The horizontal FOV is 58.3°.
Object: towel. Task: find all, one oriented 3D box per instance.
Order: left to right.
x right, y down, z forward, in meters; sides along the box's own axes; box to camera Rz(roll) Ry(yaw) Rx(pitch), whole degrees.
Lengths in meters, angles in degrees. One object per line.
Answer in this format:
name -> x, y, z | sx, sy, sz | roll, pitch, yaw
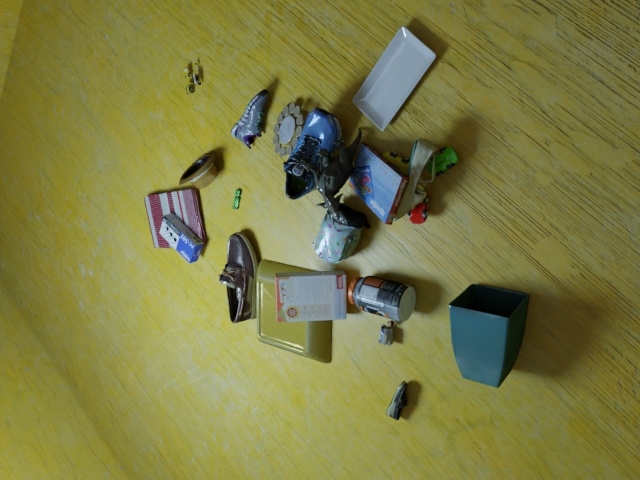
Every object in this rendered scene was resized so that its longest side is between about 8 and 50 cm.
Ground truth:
towel -> -0.603, -0.086, 2.375 | 0.329, 0.037, 0.236 | -3, 100, 39

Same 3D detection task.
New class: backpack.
backpack -> 0.057, -0.018, 1.839 | 0.152, 0.115, 0.181 | 32, 117, 27

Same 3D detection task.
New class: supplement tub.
supplement tub -> 0.189, 0.176, 1.780 | 0.191, 0.117, 0.116 | 13, 107, 35

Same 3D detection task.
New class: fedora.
fedora -> -0.446, -0.253, 2.168 | 0.194, 0.194, 0.079 | -20, 124, 38

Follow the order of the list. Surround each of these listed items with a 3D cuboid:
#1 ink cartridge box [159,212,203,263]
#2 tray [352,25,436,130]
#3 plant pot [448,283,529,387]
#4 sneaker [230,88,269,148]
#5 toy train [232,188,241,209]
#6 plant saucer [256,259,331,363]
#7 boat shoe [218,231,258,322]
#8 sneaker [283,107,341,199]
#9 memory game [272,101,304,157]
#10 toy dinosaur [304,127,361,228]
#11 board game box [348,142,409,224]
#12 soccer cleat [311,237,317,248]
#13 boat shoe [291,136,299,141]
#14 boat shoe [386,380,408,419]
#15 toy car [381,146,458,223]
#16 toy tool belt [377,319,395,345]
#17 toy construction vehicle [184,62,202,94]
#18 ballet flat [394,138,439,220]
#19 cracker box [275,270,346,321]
ink cartridge box -> -0.561, -0.010, 2.309 | 0.207, 0.046, 0.097 | 41, 126, 22
tray -> 0.216, -0.469, 1.679 | 0.145, 0.030, 0.270 | 49, 124, 19
plant pot -> 0.461, 0.267, 1.573 | 0.166, 0.165, 0.234 | 9, 113, 35
sneaker -> -0.221, -0.423, 2.003 | 0.098, 0.083, 0.223 | 42, 129, -2
toy train -> -0.313, -0.153, 2.152 | 0.024, 0.017, 0.083 | 22, 112, 20
plant saucer -> -0.116, 0.258, 2.051 | 0.333, 0.081, 0.332 | 10, 105, 35
boat shoe -> -0.314, 0.143, 2.140 | 0.123, 0.123, 0.341 | 9, 107, 43
sneaker -> -0.033, -0.258, 1.797 | 0.130, 0.147, 0.329 | 25, 129, 8
memory game -> -0.108, -0.367, 1.913 | 0.186, 0.012, 0.186 | -14, 73, 52
toy dinosaur -> 0.044, -0.211, 1.763 | 0.121, 0.160, 0.313 | 8, 63, 23
board game box -> 0.164, -0.173, 1.693 | 0.281, 0.027, 0.145 | 55, 132, 54
soccer cleat -> 0.000, 0.000, 1.941 | 0.035, 0.029, 0.083 | 54, 130, 10
boat shoe -> -0.021, -0.343, 1.864 | 0.184, 0.066, 0.063 | -33, 90, 36
boat shoe -> 0.258, 0.514, 1.844 | 0.049, 0.056, 0.152 | 30, 126, 23
toy car -> 0.307, -0.193, 1.654 | 0.225, 0.053, 0.239 | -33, 80, 36
toy tool belt -> 0.207, 0.293, 1.833 | 0.051, 0.052, 0.083 | 5, 102, 28
toy construction vehicle -> -0.481, -0.613, 2.175 | 0.086, 0.035, 0.098 | -12, 90, 49
ballet flat -> 0.270, -0.159, 1.610 | 0.086, 0.086, 0.248 | 28, 114, 30
cracker box -> -0.031, 0.184, 1.898 | 0.233, 0.067, 0.155 | -1, 101, -4
